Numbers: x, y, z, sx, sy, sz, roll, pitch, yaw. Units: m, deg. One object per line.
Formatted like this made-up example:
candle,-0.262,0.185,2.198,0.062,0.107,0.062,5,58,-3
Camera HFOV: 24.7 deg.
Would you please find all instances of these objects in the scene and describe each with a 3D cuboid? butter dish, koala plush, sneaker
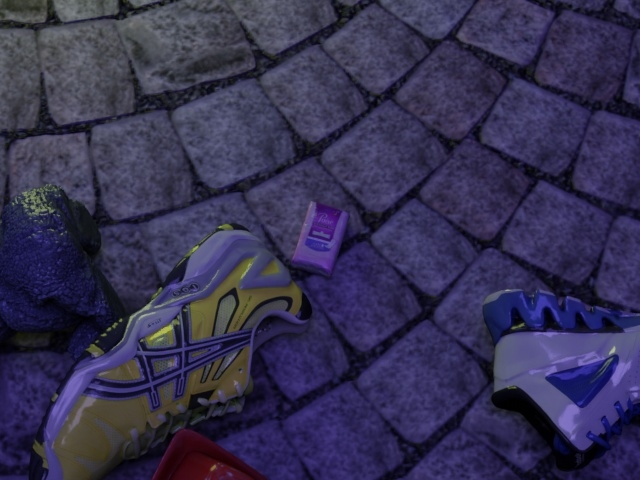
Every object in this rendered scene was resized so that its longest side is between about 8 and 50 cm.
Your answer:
butter dish,-0.099,0.296,1.504,0.160,0.118,0.160,39,65,-28
koala plush,-0.352,0.055,1.605,0.221,0.203,0.196,-23,68,2
sneaker,0.326,0.168,1.602,0.316,0.127,0.182,6,70,9
sneaker,-0.158,0.146,1.570,0.147,0.145,0.384,36,66,12

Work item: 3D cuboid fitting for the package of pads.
package of pads,0.000,0.000,1.707,0.050,0.032,0.083,16,67,3
